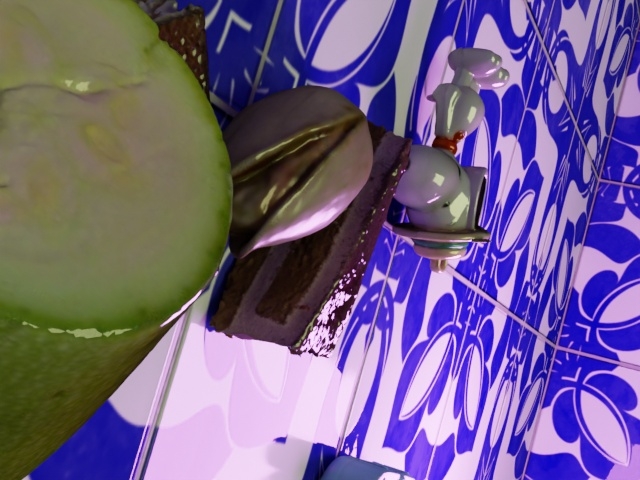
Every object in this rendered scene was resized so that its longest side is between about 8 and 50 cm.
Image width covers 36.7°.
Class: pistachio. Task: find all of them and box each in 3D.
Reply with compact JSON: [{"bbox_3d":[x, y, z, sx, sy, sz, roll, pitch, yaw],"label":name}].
[{"bbox_3d":[-0.028,-0.068,0.887,0.215,0.144,0.144,-48,143,-51],"label":"pistachio"}]

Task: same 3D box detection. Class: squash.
[{"bbox_3d":[-0.206,0.027,0.553,0.210,0.309,0.233,38,42,-16],"label":"squash"}]

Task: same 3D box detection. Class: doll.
[{"bbox_3d":[0.192,-0.112,1.332,0.271,0.144,0.208,-58,140,-27],"label":"doll"}]

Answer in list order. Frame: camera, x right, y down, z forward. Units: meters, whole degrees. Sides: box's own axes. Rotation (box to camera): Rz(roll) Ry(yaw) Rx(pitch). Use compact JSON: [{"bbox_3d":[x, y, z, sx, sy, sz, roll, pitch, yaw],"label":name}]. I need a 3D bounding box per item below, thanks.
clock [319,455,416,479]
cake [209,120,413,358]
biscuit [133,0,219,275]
[{"bbox_3d":[0.044,0.445,1.352,0.223,0.094,0.274,33,71,-63],"label":"clock"},{"bbox_3d":[0.000,0.000,1.013,0.295,0.116,0.113,-63,156,-21],"label":"cake"},{"bbox_3d":[-0.136,-0.063,0.735,0.106,0.070,0.252,-43,138,-53],"label":"biscuit"}]
